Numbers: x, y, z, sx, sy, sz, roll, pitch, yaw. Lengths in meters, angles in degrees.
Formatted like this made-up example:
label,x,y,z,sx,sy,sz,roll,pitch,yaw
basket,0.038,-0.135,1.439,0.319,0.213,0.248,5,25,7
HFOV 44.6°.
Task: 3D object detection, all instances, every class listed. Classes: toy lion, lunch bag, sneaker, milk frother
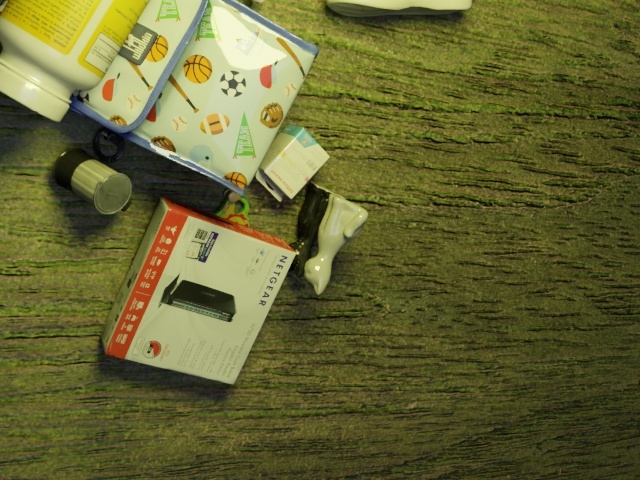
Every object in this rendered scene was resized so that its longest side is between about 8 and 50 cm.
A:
label,x,y,z,sx,sy,sz,roll,pitch,yaw
toy lion,-0.189,-0.048,1.680,0.096,0.034,0.100,36,87,-36
lunch bag,-0.248,-0.310,1.468,0.385,0.239,0.328,29,92,-13
sneaker,0.164,-0.558,1.655,0.349,0.131,0.148,-10,102,-29
milk frother,-0.408,-0.137,1.487,0.129,0.134,0.143,14,103,-59

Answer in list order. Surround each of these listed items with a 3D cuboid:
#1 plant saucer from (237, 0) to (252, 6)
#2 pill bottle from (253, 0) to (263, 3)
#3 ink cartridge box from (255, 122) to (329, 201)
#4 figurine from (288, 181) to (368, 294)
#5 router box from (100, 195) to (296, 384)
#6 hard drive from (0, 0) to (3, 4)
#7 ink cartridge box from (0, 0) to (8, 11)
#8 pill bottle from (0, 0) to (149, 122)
label,x,y,z,sx,sy,sz,roll,pitch,yaw
plant saucer,-0.168,-0.564,1.531,0.188,0.045,0.188,-50,119,-5
pill bottle,-0.143,-0.495,1.510,0.083,0.043,0.043,22,95,-29
ink cartridge box,-0.072,-0.164,1.666,0.143,0.090,0.092,-47,118,-5
figurine,0.000,0.000,1.680,0.092,0.215,0.210,23,96,-24
router box,-0.256,0.112,1.642,0.301,0.082,0.336,19,102,-29
hard drive,-0.670,-0.485,1.248,0.339,0.064,0.237,43,92,-15
ink cartridge box,-0.493,-0.459,1.387,0.230,0.078,0.134,6,102,-27
pill bottle,-0.414,-0.375,1.297,0.187,0.188,0.334,31,91,-29
